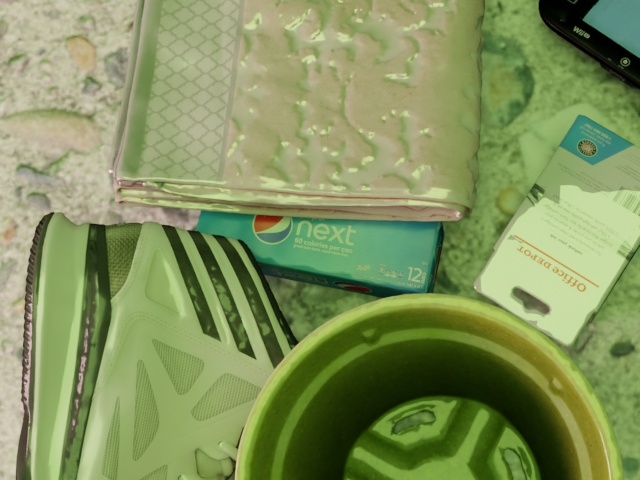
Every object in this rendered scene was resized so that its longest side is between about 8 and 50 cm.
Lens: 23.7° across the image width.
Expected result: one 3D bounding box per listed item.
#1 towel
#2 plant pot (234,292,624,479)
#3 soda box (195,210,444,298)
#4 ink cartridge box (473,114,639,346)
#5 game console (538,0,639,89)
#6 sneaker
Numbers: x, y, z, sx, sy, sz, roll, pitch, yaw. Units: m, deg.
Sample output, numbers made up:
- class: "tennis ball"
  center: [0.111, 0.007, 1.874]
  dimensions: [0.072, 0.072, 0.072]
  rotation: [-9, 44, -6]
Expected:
- class: "towel"
  center: [-0.013, -0.177, 1.352]
  dimensions: [0.316, 0.053, 0.332]
  rotation: [3, 67, 7]
- class: "plant pot"
  center: [0.091, 0.197, 1.198]
  dimensions: [0.276, 0.254, 0.276]
  rotation: [-1, 79, 7]
- class: "soda box"
  center: [0.000, 0.000, 1.343]
  dimensions: [0.210, 0.067, 0.071]
  rotation: [11, 79, 9]
- class: "ink cartridge box"
  center: [0.219, -0.004, 1.321]
  dimensions: [0.104, 0.060, 0.180]
  rotation: [33, 84, 11]
- class: "game console"
  center: [0.342, -0.125, 1.308]
  dimensions: [0.361, 0.044, 0.213]
  rotation: [37, 64, 17]
- class: "sneaker"
  center: [-0.121, 0.206, 1.268]
  dimensions: [0.257, 0.169, 0.448]
  rotation: [3, 93, -7]
